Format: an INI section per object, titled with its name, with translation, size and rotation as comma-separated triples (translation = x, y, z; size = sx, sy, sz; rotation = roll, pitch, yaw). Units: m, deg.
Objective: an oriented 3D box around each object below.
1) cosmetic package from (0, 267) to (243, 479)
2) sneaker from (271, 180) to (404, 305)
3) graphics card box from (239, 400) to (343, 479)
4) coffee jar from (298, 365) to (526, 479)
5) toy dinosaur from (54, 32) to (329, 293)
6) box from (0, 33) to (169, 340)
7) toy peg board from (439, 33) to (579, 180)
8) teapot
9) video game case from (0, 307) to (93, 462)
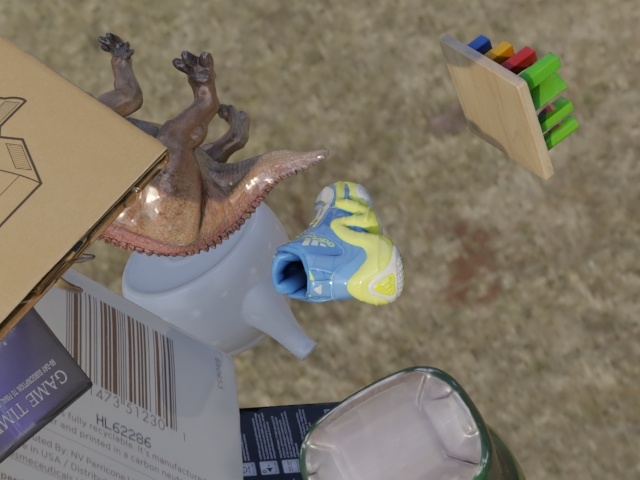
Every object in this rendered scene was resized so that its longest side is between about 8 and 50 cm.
[cosmetic package]
translation = -0.317, 0.262, 1.568
size = 0.394, 0.329, 0.327
rotation = -33, 44, 29
[sneaker]
translation = 0.000, 0.000, 1.754
size = 0.126, 0.091, 0.240
rotation = -6, 19, -13
[graphics card box]
translation = -0.006, 0.309, 2.064
size = 0.371, 0.094, 0.232
rotation = -4, 40, -11
[coffee jar]
translation = 0.057, 0.131, 0.906
size = 0.096, 0.184, 0.079
rotation = -31, 68, 4
[toy dinosaur]
translation = -0.151, -0.038, 1.268
size = 0.296, 0.127, 0.200
rotation = 12, 71, -3
[box]
translation = -0.218, -0.047, 0.985
size = 0.201, 0.021, 0.164
rotation = 34, 67, 16
[toy peg board]
translation = 0.245, -0.185, 2.097
size = 0.079, 0.161, 0.161
rotation = -36, 43, -14
[teapot]
translation = -0.134, 0.069, 2.264
size = 0.253, 0.187, 0.256
rotation = -21, 33, 20
[video game case]
translation = -0.302, 0.041, 1.206
size = 0.026, 0.274, 0.196
rotation = -35, 3, 31
